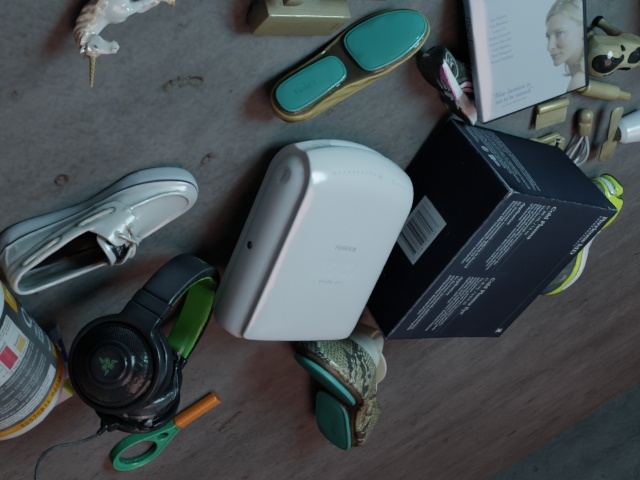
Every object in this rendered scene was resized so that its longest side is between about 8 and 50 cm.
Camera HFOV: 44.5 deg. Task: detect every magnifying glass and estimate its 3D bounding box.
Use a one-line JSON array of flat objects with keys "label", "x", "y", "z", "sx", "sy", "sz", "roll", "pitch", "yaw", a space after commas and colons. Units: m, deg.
[{"label": "magnifying glass", "x": -0.288, "y": 0.357, "z": 1.460, "sx": 0.231, "sy": 0.026, "sz": 0.092, "roll": -35, "pitch": 144, "yaw": -1}]

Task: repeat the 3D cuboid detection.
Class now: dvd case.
[{"label": "dvd case", "x": 0.288, "y": -0.304, "z": 1.085, "sx": 0.180, "sy": 0.022, "sz": 0.253, "roll": -21, "pitch": 123, "yaw": -9}]

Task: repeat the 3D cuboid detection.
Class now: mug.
[{"label": "mug", "x": 0.589, "y": -0.207, "z": 1.487, "sx": 0.064, "sy": 0.062, "sz": 0.078, "roll": -17, "pitch": 135, "yaw": -11}]

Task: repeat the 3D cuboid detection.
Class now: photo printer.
[{"label": "photo printer", "x": 0.000, "y": 0.000, "z": 1.169, "sx": 0.256, "sy": 0.107, "sz": 0.307, "roll": 8, "pitch": 112, "yaw": -47}]

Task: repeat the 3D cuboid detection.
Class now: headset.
[{"label": "headset", "x": -0.244, "y": 0.206, "z": 1.090, "sx": 0.394, "sy": 0.185, "sz": 0.243, "roll": -56, "pitch": 168, "yaw": -23}]

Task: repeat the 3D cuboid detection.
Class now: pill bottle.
[{"label": "pill bottle", "x": -0.438, "y": 0.121, "z": 0.955, "sx": 0.162, "sy": 0.162, "sz": 0.278, "roll": -27, "pitch": 144, "yaw": -11}]

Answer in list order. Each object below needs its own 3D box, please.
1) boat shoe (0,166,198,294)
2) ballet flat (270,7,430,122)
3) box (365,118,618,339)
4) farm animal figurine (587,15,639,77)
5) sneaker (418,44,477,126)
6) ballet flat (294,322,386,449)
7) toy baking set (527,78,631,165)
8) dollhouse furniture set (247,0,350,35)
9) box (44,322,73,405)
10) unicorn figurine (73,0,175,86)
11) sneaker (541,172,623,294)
[{"label": "boat shoe", "x": -0.274, "y": -0.009, "z": 1.000, "sx": 0.267, "sy": 0.088, "sz": 0.096, "roll": -21, "pitch": 142, "yaw": -18}, {"label": "ballet flat", "x": 0.036, "y": -0.229, "z": 1.028, "sx": 0.232, "sy": 0.080, "sz": 0.073, "roll": -29, "pitch": 172, "yaw": -4}, {"label": "box", "x": 0.269, "y": -0.002, "z": 1.350, "sx": 0.312, "sy": 0.179, "sz": 0.343, "roll": 7, "pitch": 131, "yaw": -41}, {"label": "farm animal figurine", "x": 0.563, "y": -0.350, "z": 1.204, "sx": 0.330, "sy": 0.172, "sz": 0.327, "roll": -48, "pitch": 142, "yaw": 18}, {"label": "sneaker", "x": 0.205, "y": -0.243, "z": 1.147, "sx": 0.077, "sy": 0.072, "sz": 0.178, "roll": -51, "pitch": 151, "yaw": 3}, {"label": "ballet flat", "x": 0.057, "y": 0.264, "z": 1.546, "sx": 0.182, "sy": 0.164, "sz": 0.483, "roll": -47, "pitch": 154, "yaw": -20}, {"label": "toy baking set", "x": 0.465, "y": -0.208, "z": 1.415, "sx": 0.256, "sy": 0.030, "sz": 0.197, "roll": -1, "pitch": 139, "yaw": -29}, {"label": "dollhouse furniture set", "x": 0.000, "y": -0.328, "z": 0.908, "sx": 0.144, "sy": 0.123, "sz": 0.151, "roll": -9, "pitch": 172, "yaw": -31}, {"label": "box", "x": -0.430, "y": 0.207, "z": 1.105, "sx": 0.178, "sy": 0.109, "sz": 0.042, "roll": -31, "pitch": 139, "yaw": -5}, {"label": "unicorn figurine", "x": -0.208, "y": -0.256, "z": 0.809, "sx": 0.111, "sy": 0.060, "sz": 0.162, "roll": -18, "pitch": 125, "yaw": -21}, {"label": "sneaker", "x": 0.494, "y": -0.011, "z": 1.613, "sx": 0.121, "sy": 0.111, "sz": 0.300, "roll": 2, "pitch": 126, "yaw": -26}]
